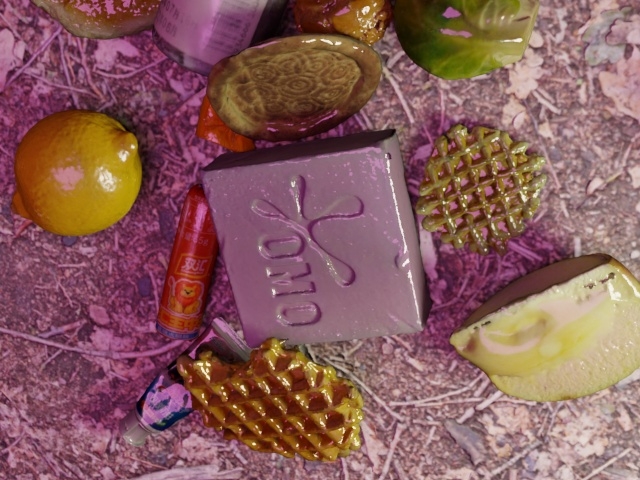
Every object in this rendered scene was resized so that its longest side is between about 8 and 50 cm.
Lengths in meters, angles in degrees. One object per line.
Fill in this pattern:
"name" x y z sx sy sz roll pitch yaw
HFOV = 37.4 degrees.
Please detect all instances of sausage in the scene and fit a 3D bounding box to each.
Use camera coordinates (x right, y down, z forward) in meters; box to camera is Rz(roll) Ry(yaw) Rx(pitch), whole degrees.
"sausage" -0.196 0.024 1.468 0.074 0.074 0.274 19 109 9

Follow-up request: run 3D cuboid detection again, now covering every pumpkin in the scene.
"pumpkin" -0.140 -0.169 1.413 0.101 0.035 0.073 20 113 6

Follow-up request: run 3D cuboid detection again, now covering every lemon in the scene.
"lemon" -0.367 -0.101 1.417 0.244 0.187 0.187 -30 97 25

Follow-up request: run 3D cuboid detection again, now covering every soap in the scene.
"soap" 0.000 0.000 1.382 0.285 0.107 0.296 -9 110 17

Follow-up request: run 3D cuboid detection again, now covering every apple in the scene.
"apple" 0.340 0.127 1.332 0.265 0.120 0.193 -29 109 23

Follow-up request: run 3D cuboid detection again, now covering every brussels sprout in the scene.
"brussels sprout" 0.187 -0.290 1.234 0.180 0.144 0.161 30 73 11

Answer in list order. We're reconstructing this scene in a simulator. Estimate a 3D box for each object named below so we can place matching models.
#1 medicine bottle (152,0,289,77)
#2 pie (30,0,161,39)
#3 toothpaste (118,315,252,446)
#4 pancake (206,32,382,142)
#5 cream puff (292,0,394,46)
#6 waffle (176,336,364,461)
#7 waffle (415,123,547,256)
"medicine bottle" -0.112 -0.365 1.268 0.165 0.165 0.273 28 115 6
"pie" -0.314 -0.440 1.335 0.323 0.070 0.323 3 117 6
"toothpaste" -0.226 0.240 1.556 0.266 0.061 0.096 -42 92 16
"pancake" -0.034 -0.208 1.285 0.250 0.250 0.031 -19 64 20
"cream puff" 0.032 -0.306 1.278 0.144 0.126 0.103 3 131 18
"waffle" -0.072 0.249 1.454 0.300 0.058 0.282 4 134 20
"waffle" 0.226 -0.070 1.343 0.169 0.036 0.183 20 111 7
